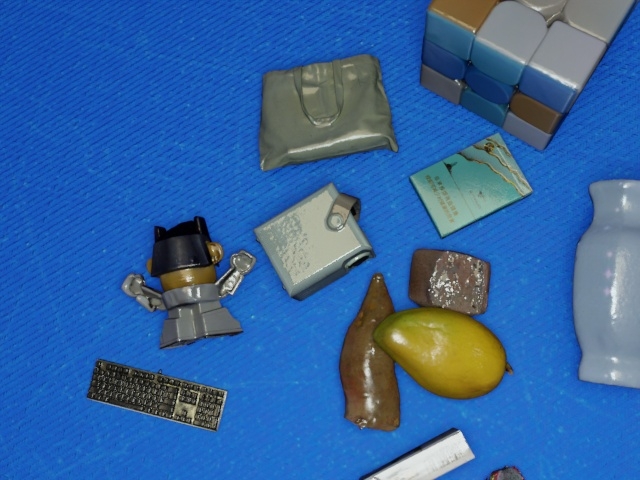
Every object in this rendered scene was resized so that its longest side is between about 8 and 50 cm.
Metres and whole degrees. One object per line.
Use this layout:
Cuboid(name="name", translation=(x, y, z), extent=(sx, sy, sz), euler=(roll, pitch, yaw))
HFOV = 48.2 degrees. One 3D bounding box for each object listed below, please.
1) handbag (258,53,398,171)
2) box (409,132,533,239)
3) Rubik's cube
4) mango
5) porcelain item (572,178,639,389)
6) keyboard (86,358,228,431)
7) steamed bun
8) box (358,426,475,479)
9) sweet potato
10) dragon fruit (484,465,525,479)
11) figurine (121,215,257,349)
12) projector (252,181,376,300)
Cuboid(name="handbag", translation=(0.006, -0.294, 1.660), extent=(0.316, 0.109, 0.253), euler=(-9, 72, 4))
Cuboid(name="box", translation=(0.339, -0.123, 1.619), extent=(0.229, 0.041, 0.162), euler=(-27, 77, 0))
Cuboid(name="Rubik's cube", translation=(0.445, -0.458, 1.528), extent=(0.344, 0.346, 0.347), euler=(31, 83, 12))
Cuboid(name="mango", translation=(0.257, 0.231, 1.478), extent=(0.317, 0.119, 0.176), euler=(24, 88, -11))
Cuboid(name="porcelain item", translation=(0.609, 0.092, 1.445), extent=(0.178, 0.242, 0.405), euler=(2, 80, 26))
Cuboid(name="keyboard", translation=(-0.367, 0.340, 1.599), extent=(0.317, 0.027, 0.106), euler=(11, 79, 9))
Cuboid(name="steamed bun", translation=(0.278, 0.092, 1.545), extent=(0.175, 0.106, 0.144), euler=(9, 79, 6))
Cuboid(name="box", translation=(0.189, 0.461, 1.450), extent=(0.233, 0.149, 0.067), euler=(-28, 73, -1))
Cuboid(name="sweet potato", translation=(0.103, 0.235, 1.524), extent=(0.131, 0.131, 0.336), euler=(-2, 77, 6))
Cuboid(name="dragon fruit", translation=(0.374, 0.497, 1.471), extent=(0.083, 0.060, 0.056), euler=(-9, 68, -23))
Cuboid(name="figurine", translation=(-0.288, 0.089, 1.589), extent=(0.308, 0.143, 0.308), euler=(2, 82, -13))
Cuboid(name="projector", translation=(0.000, 0.000, 1.567), extent=(0.242, 0.163, 0.177), euler=(-32, 78, 1))
